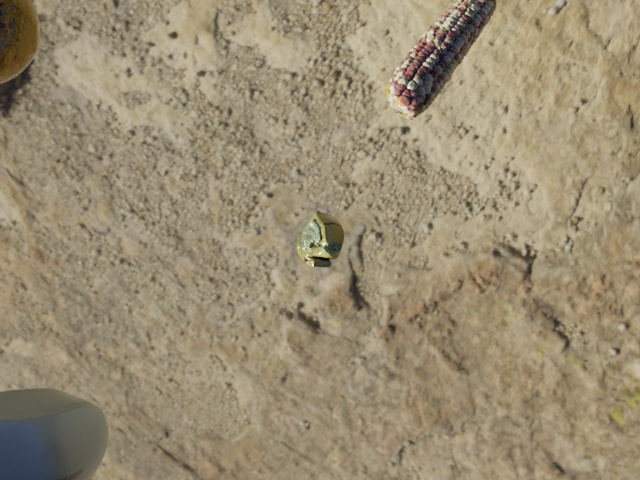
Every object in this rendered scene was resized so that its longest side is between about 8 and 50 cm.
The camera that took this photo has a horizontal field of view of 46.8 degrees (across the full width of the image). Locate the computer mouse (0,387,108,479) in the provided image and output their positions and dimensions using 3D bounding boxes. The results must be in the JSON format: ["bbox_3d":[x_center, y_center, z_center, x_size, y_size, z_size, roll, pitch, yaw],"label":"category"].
[{"bbox_3d":[-0.295,0.201,0.654,0.079,0.230,0.128,31,115,42],"label":"computer mouse"}]

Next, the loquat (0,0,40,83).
[{"bbox_3d":[-0.680,-0.423,1.478,0.243,0.244,0.244,13,123,20],"label":"loquat"}]

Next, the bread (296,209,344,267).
[{"bbox_3d":[0.000,0.000,1.686,0.064,0.156,0.118,21,98,-21],"label":"bread"}]

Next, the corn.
[{"bbox_3d":[0.187,-0.291,1.126,0.079,0.079,0.237,40,91,0],"label":"corn"}]
